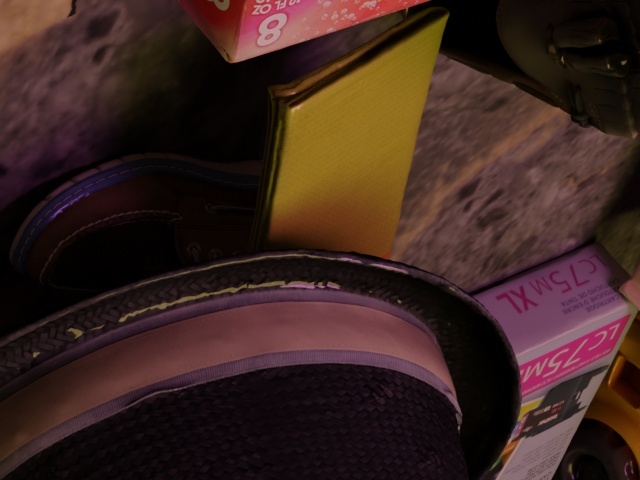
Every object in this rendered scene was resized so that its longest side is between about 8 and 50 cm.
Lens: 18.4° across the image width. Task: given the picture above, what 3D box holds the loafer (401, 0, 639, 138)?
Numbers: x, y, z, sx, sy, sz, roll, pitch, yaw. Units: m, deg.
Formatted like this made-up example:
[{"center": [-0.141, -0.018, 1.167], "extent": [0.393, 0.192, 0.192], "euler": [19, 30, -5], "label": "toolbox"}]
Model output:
[{"center": [0.102, -0.085, 0.823], "extent": [0.084, 0.096, 0.267], "euler": [-14, -167, -8], "label": "loafer"}]

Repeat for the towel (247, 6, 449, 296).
[{"center": [0.000, 0.000, 0.902], "extent": [0.102, 0.021, 0.237], "euler": [-35, 152, -35], "label": "towel"}]

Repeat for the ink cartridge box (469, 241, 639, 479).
[{"center": [0.088, 0.145, 1.325], "extent": [0.186, 0.065, 0.311], "euler": [-21, 150, -31], "label": "ink cartridge box"}]

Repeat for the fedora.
[{"center": [-0.048, 0.154, 0.882], "extent": [0.334, 0.152, 0.334], "euler": [-14, 140, -12], "label": "fedora"}]

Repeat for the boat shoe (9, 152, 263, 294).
[{"center": [-0.057, 0.001, 0.915], "extent": [0.183, 0.066, 0.066], "euler": [-11, 140, -44], "label": "boat shoe"}]

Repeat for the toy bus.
[{"center": [0.287, 0.126, 1.379], "extent": [0.149, 0.220, 0.211], "euler": [-17, 140, -41], "label": "toy bus"}]

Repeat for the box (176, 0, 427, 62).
[{"center": [0.066, -0.194, 0.684], "extent": [0.300, 0.142, 0.154], "euler": [-21, 149, -31], "label": "box"}]

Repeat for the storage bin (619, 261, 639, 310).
[{"center": [0.372, 0.030, 1.240], "extent": [0.262, 0.260, 0.123], "euler": [-29, 157, -40], "label": "storage bin"}]
